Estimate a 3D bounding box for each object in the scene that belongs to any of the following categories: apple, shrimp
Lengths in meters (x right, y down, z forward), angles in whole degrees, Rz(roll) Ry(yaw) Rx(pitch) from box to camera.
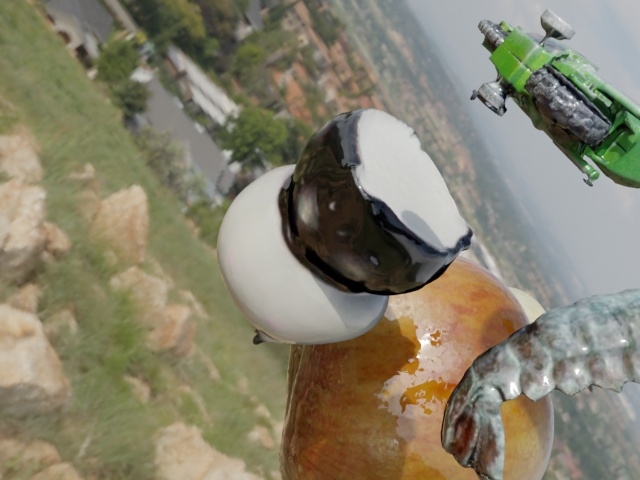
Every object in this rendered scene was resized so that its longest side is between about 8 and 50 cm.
[{"bbox_3d":[0.121,0.206,1.297,0.400,0.333,0.400,-169,-90,-86],"label":"apple"},{"bbox_3d":[0.283,0.082,0.668,0.221,0.410,0.166,-55,142,-77],"label":"shrimp"}]

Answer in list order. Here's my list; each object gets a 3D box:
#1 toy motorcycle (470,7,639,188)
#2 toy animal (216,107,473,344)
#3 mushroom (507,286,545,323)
[{"bbox_3d":[0.158,-0.095,0.672,0.106,0.074,0.190,35,17,-19],"label":"toy motorcycle"},{"bbox_3d":[0.007,-0.002,0.984,0.165,0.235,0.187,-6,65,-49],"label":"toy animal"},{"bbox_3d":[0.263,0.203,1.649,0.234,0.260,0.254,40,50,-35],"label":"mushroom"}]
